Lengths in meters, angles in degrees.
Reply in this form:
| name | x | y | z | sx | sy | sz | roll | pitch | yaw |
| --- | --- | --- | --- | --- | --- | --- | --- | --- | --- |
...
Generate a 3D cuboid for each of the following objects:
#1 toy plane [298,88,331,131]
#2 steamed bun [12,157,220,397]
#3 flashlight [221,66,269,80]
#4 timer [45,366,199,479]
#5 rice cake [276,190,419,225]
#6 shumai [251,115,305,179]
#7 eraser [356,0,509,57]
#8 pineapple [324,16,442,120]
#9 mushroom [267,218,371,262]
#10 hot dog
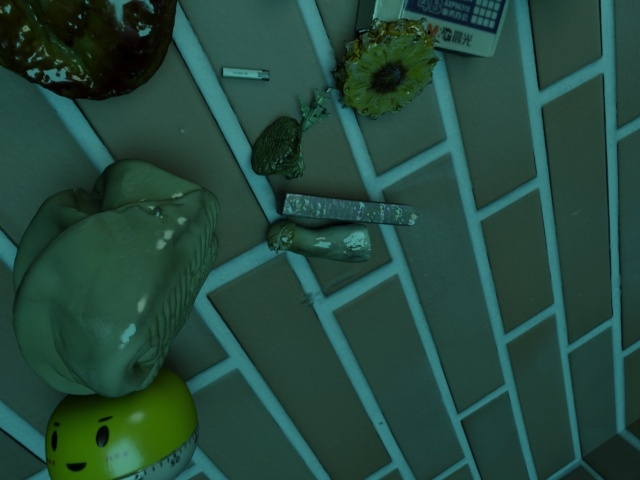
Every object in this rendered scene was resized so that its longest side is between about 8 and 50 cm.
| name | x | y | z | sx | sy | sz | roll | pitch | yaw |
| --- | --- | --- | --- | --- | --- | --- | --- | --- | --- |
| toy plane | -0.014 | -0.245 | 0.804 | 0.080 | 0.033 | 0.083 | 18 | 105 | -42 |
| steamed bun | -0.316 | 0.042 | 0.658 | 0.255 | 0.367 | 0.342 | 24 | 143 | -5 |
| flashlight | -0.132 | -0.295 | 0.744 | 0.083 | 0.018 | 0.018 | -3 | 111 | -20 |
| timer | -0.376 | 0.315 | 0.793 | 0.285 | 0.285 | 0.285 | -8 | 115 | -18 |
| rice cake | 0.051 | -0.064 | 0.867 | 0.298 | 0.106 | 0.050 | 3 | 93 | -22 |
| shumai | -0.064 | -0.162 | 0.794 | 0.123 | 0.099 | 0.087 | -52 | 136 | 8 |
| eraser | 0.212 | -0.429 | 0.784 | 0.279 | 0.081 | 0.124 | 1 | 112 | -22 |
| pineapple | 0.116 | -0.306 | 0.771 | 0.221 | 0.047 | 0.221 | -10 | 148 | -7 |
| mushroom | -0.002 | 0.001 | 0.888 | 0.223 | 0.092 | 0.081 | 6 | 73 | -15 |
| hot dog | -0.324 | -0.382 | 0.542 | 0.267 | 0.174 | 0.387 | 3 | 110 | -25 |
